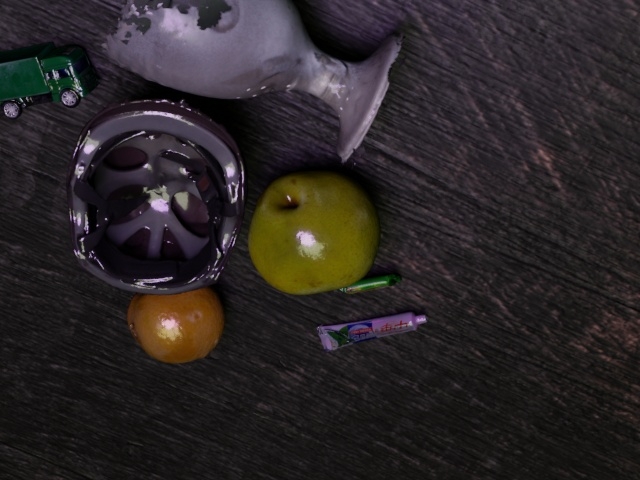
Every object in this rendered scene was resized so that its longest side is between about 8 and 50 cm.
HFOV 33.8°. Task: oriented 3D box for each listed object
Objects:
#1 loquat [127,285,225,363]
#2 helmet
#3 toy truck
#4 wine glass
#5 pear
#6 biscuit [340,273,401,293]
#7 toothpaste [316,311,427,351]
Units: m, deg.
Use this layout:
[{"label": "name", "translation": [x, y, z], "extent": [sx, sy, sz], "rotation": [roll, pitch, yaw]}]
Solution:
[{"label": "loquat", "translation": [-0.211, 0.115, 1.530], "extent": [0.141, 0.141, 0.141], "rotation": [4, 123, 6]}, {"label": "helmet", "translation": [-0.204, -0.084, 1.376], "extent": [0.225, 0.177, 0.305], "rotation": [13, 120, -6]}, {"label": "toy truck", "translation": [-0.372, -0.212, 1.385], "extent": [0.147, 0.065, 0.079], "rotation": [-6, 118, 14]}, {"label": "wine glass", "translation": [-0.085, -0.238, 1.259], "extent": [0.357, 0.190, 0.190], "rotation": [25, 123, -12]}, {"label": "pear", "translation": [0.000, 0.000, 1.425], "extent": [0.180, 0.166, 0.216], "rotation": [-24, 149, 12]}, {"label": "biscuit", "translation": [0.069, 0.063, 1.510], "extent": [0.089, 0.046, 0.016], "rotation": [-11, 79, 17]}, {"label": "toothpaste", "translation": [0.077, 0.131, 1.560], "extent": [0.170, 0.028, 0.045], "rotation": [-13, 113, 21]}]
